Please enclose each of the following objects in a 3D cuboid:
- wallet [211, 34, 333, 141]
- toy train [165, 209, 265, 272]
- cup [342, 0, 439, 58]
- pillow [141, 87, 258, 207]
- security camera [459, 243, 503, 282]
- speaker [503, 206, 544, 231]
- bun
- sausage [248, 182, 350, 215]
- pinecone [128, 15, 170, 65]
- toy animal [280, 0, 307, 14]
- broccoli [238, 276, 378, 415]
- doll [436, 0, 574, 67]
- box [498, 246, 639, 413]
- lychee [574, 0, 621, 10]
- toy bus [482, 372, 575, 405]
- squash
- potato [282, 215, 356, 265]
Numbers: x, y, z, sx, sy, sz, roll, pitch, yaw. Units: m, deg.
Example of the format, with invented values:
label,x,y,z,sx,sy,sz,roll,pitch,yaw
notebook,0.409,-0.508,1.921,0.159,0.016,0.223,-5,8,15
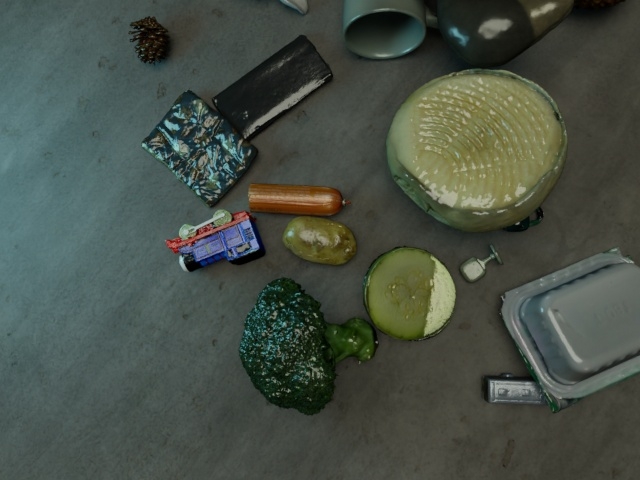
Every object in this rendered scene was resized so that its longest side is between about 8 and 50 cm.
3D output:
label,x,y,z,sx,sy,sz,roll,pitch,yaw
wallet,-0.116,-0.369,1.410,0.285,0.030,0.146,-36,76,2
toy train,-0.240,0.006,1.352,0.204,0.083,0.131,-21,84,3
cup,0.182,-0.564,1.336,0.258,0.186,0.233,4,75,-4
pillow,-0.290,-0.222,1.401,0.255,0.034,0.189,42,94,11
security camera,0.358,0.053,1.309,0.092,0.058,0.058,-31,81,14
speaker,0.450,-0.057,1.311,0.095,0.060,0.075,6,82,-29
bun,0.329,-0.179,1.255,0.365,0.202,0.364,-4,71,11
sausage,-0.047,-0.094,1.350,0.234,0.071,0.071,3,84,5
pinecone,-0.412,-0.486,1.419,0.102,0.102,0.109,-15,94,4
toy animal,-0.118,-0.635,1.396,0.221,0.130,0.103,13,71,4
broccoli,-0.035,0.219,1.241,0.297,0.298,0.297,-4,81,-35
doll,0.398,-0.581,1.213,0.383,0.252,0.378,-19,101,17
box,0.571,0.166,1.202,0.337,0.106,0.264,-22,72,-7
lychee,0.596,-0.614,1.291,0.238,0.200,0.200,30,87,6
toy bus,0.447,0.320,1.250,0.191,0.075,0.064,1,83,6
squash,0.200,0.114,1.279,0.220,0.133,0.220,0,82,0
potato,0.000,0.000,1.331,0.171,0.080,0.107,19,75,9
